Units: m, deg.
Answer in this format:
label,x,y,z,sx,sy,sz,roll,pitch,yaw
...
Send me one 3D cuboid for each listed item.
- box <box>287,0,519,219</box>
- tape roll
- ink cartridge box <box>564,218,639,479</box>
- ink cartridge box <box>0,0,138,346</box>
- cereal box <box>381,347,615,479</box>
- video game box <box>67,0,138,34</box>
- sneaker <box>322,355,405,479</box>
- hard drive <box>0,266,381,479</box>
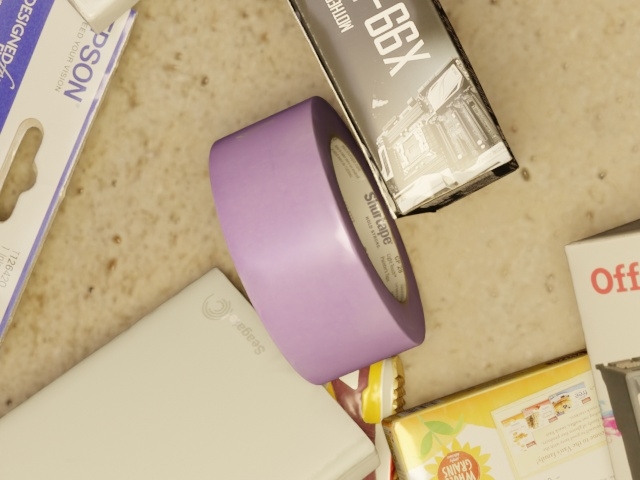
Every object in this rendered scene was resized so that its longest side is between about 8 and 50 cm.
label,x,y,z,sx,sy,sz,roll,pitch,yaw
box,0.042,-0.139,0.980,0.076,0.307,0.242,-27,88,8
tape roll,0.000,0.000,1.058,0.080,0.189,0.189,-24,88,13
ink cartridge box,0.305,0.124,0.982,0.226,0.131,0.306,-12,93,53
ink cartridge box,-0.327,-0.099,1.183,0.307,0.072,0.304,25,97,5
cereal box,0.161,0.215,1.084,0.173,0.047,0.240,-17,90,-10
video game box,-0.150,-0.286,1.116,0.205,0.048,0.187,-40,85,-5
sneaker,0.017,0.175,1.130,0.084,0.069,0.185,4,86,12
hard drive,-0.140,0.175,1.068,0.307,0.040,0.203,-36,58,-13
